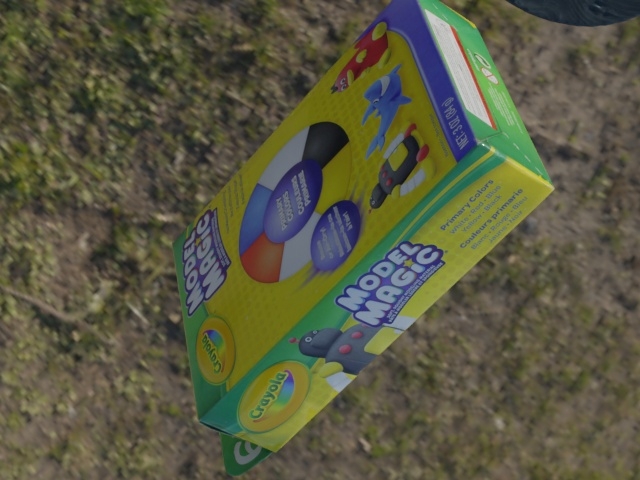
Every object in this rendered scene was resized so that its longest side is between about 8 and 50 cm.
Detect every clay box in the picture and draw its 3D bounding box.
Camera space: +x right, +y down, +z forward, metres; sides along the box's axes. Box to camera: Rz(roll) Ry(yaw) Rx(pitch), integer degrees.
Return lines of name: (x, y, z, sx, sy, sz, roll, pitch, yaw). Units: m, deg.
clay box: (0.000, 0.000, 0.646, 0.053, 0.127, 0.222, 28, 119, -32)

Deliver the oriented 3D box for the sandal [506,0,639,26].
sandal: (0.133, -0.291, 0.872, 0.167, 0.107, 0.446, -34, 130, 4)
